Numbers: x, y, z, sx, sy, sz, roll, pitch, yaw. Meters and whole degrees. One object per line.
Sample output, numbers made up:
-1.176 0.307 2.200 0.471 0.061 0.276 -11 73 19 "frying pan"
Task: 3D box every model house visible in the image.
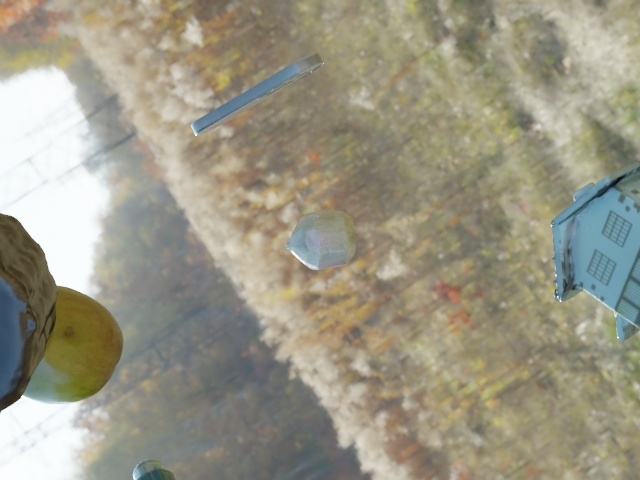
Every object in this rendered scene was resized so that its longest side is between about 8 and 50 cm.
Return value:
0.389 0.009 1.165 0.215 0.224 0.198 38 133 34 "model house"

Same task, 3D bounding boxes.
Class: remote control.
-0.101 -0.227 1.738 0.022 0.245 0.077 62 -156 0 "remote control"

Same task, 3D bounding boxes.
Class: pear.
-0.423 0.172 1.790 0.200 0.200 0.200 56 175 8 "pear"

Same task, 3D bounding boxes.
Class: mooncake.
-0.530 0.093 1.551 0.324 0.324 0.187 58 -171 -17 "mooncake"

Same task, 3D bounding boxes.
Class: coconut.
0.000 0.000 1.975 0.110 0.124 0.110 175 90 -85 "coconut"

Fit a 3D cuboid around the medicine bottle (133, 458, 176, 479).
-0.296 0.515 2.057 0.079 0.124 0.258 26 -166 -32 "medicine bottle"
